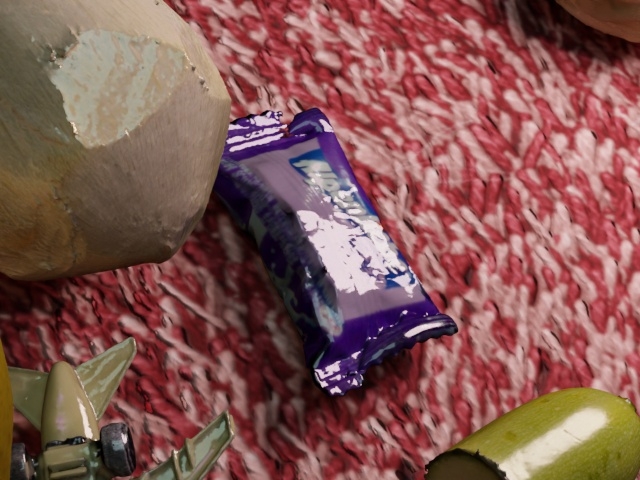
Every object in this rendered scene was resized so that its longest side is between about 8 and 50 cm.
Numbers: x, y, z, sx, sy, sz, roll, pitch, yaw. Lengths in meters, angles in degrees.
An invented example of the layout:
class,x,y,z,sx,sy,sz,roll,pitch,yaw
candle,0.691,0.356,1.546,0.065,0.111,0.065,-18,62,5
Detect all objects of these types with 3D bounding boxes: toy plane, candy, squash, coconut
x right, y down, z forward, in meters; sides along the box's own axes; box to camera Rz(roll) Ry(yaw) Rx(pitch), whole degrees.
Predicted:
class,x,y,z,sx,sy,sz,roll,pitch,yaw
toy plane,-0.174,0.197,1.087,0.242,0.104,0.256,-10,57,-5
candy,0.000,0.000,1.267,0.145,0.070,0.275,-16,62,-31
squash,0.183,0.178,1.191,0.187,0.123,0.123,-29,72,-32
coconut,-0.188,-0.089,1.154,0.247,0.245,0.245,42,58,12

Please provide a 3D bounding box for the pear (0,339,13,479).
class,x,y,z,sx,sy,sz,roll,pitch,yaw
pear,-0.300,0.140,0.906,0.191,0.340,0.386,11,85,26

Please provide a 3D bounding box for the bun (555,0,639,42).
class,x,y,z,sx,sy,sz,roll,pitch,yaw
bun,0.292,-0.294,1.490,0.229,0.145,0.229,36,28,-22
